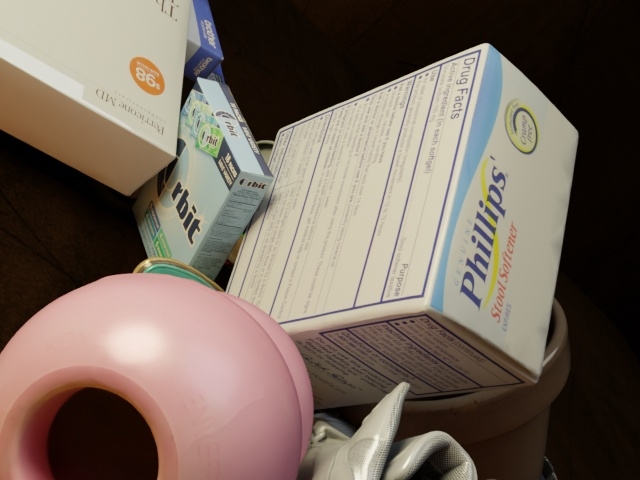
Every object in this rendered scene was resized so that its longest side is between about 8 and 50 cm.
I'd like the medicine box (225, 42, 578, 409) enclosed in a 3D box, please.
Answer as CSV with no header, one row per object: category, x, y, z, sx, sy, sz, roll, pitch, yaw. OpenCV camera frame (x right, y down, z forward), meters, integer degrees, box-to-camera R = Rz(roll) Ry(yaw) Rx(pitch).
medicine box,0.065,0.001,0.905,0.149,0.289,0.263,35,57,-32

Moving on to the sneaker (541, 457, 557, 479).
sneaker,0.296,0.368,1.340,0.297,0.111,0.129,52,1,-2

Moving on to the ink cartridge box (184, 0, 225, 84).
ink cartridge box,-0.239,-0.325,1.301,0.311,0.065,0.186,29,31,-39

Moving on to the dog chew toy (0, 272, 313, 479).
dog chew toy,-0.098,0.126,0.703,0.207,0.206,0.332,51,8,8

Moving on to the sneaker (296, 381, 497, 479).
sneaker,0.041,0.209,0.814,0.137,0.210,0.366,47,16,-4

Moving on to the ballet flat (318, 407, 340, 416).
ballet flat,-0.026,0.132,1.097,0.168,0.057,0.052,45,26,-10

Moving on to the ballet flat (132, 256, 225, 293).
ballet flat,-0.109,0.092,0.981,0.232,0.080,0.073,42,-11,-29

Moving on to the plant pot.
plant pot,0.150,0.195,1.077,0.263,0.263,0.229,-93,171,-65

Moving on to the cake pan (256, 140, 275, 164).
cake pan,0.000,0.000,1.236,0.293,0.054,0.293,40,-17,15

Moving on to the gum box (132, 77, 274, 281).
gum box,-0.128,-0.048,1.012,0.041,0.184,0.157,10,37,-35

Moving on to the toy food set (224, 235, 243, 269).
toy food set,-0.114,0.008,1.211,0.083,0.020,0.082,38,20,-33

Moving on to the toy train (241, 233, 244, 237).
toy train,-0.123,-0.020,1.261,0.083,0.017,0.024,41,28,-22

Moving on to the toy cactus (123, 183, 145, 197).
toy cactus,-0.215,-0.122,1.160,0.219,0.112,0.180,41,36,-30

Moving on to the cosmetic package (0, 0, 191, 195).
cosmetic package,-0.309,-0.252,0.982,0.377,0.097,0.284,29,45,-35
